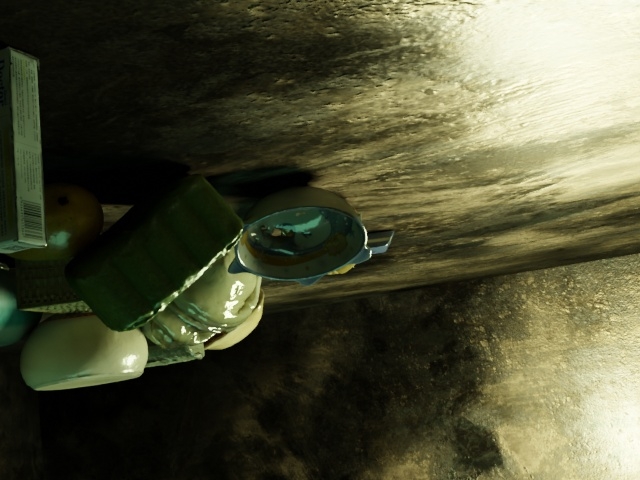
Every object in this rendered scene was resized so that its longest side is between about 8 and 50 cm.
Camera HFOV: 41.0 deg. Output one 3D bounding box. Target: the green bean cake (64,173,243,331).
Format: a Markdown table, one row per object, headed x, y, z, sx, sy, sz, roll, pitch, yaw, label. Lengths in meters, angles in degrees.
| x | y | z | sx | sy | sz | roll | pitch | yaw | label |
| --- | --- | --- | --- | --- | --- | --- | --- | --- | --- |
| -0.237 | 0.020 | 1.192 | 0.222 | 0.125 | 0.248 | -44 | -164 | -18 | green bean cake |

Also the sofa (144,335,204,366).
| x | y | z | sx | sy | sz | roll | pitch | yaw | label |
| --- | --- | --- | --- | --- | --- | --- | --- | --- | --- |
| -0.356 | 0.189 | 2.048 | 0.210 | 0.225 | 0.176 | -14 | 166 | 20 | sofa |

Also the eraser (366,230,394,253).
| x | y | z | sx | sy | sz | roll | pitch | yaw | label |
| --- | --- | --- | --- | --- | --- | --- | --- | --- | --- |
| 0.052 | 0.014 | 1.874 | 0.225 | 0.036 | 0.082 | -7 | 169 | -1 | eraser |

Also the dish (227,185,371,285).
| x | y | z | sx | sy | sz | roll | pitch | yaw | label |
| --- | --- | --- | --- | --- | --- | --- | --- | --- | --- |
| -0.045 | -0.020 | 1.330 | 0.228 | 0.086 | 0.236 | -28 | 143 | 26 | dish |

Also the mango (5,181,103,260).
| x | y | z | sx | sy | sz | roll | pitch | yaw | label |
| --- | --- | --- | --- | --- | --- | --- | --- | --- | --- |
| -0.372 | -0.021 | 1.147 | 0.136 | 0.099 | 0.227 | -9 | -178 | -34 | mango |

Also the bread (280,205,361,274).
| x | y | z | sx | sy | sz | roll | pitch | yaw | label |
| --- | --- | --- | --- | --- | --- | --- | --- | --- | --- |
| 0.000 | 0.000 | 1.526 | 0.136 | 0.107 | 0.241 | -4 | 170 | -6 | bread |

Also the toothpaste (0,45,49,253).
| x | y | z | sx | sy | sz | roll | pitch | yaw | label |
| --- | --- | --- | --- | --- | --- | --- | --- | --- | --- |
| -0.250 | -0.071 | 0.690 | 0.046 | 0.164 | 0.034 | -12 | 168 | 25 | toothpaste |

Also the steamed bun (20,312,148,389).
| x | y | z | sx | sy | sz | roll | pitch | yaw | label |
| --- | --- | --- | --- | --- | --- | --- | --- | --- | --- |
| -0.441 | 0.195 | 1.598 | 0.232 | 0.145 | 0.232 | -8 | 169 | -2 | steamed bun |

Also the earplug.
| x | y | z | sx | sy | sz | roll | pitch | yaw | label |
| --- | --- | --- | --- | --- | --- | --- | --- | --- | --- |
| -0.598 | 0.119 | 1.512 | 0.185 | 0.185 | 0.324 | -8 | 170 | 6 | earplug |

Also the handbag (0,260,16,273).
| x | y | z | sx | sy | sz | roll | pitch | yaw | label |
| --- | --- | --- | --- | --- | --- | --- | --- | --- | --- |
| -0.689 | 0.110 | 1.680 | 0.241 | 0.109 | 0.315 | -2 | 166 | -38 | handbag |

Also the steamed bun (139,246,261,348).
| x | y | z | sx | sy | sz | roll | pitch | yaw | label |
| --- | --- | --- | --- | --- | --- | --- | --- | --- | --- |
| -0.251 | 0.103 | 1.666 | 0.275 | 0.206 | 0.320 | -5 | 167 | -1 | steamed bun |

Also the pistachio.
| x | y | z | sx | sy | sz | roll | pitch | yaw | label |
| --- | --- | --- | --- | --- | --- | --- | --- | --- | --- |
| -0.271 | 0.192 | 2.299 | 0.318 | 0.214 | 0.193 | -24 | 122 | 41 | pistachio |

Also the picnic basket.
| x | y | z | sx | sy | sz | roll | pitch | yaw | label |
| --- | --- | --- | --- | --- | --- | --- | --- | --- | --- |
| -0.397 | 0.051 | 1.440 | 0.154 | 0.134 | 0.196 | -5 | 171 | 6 | picnic basket |
